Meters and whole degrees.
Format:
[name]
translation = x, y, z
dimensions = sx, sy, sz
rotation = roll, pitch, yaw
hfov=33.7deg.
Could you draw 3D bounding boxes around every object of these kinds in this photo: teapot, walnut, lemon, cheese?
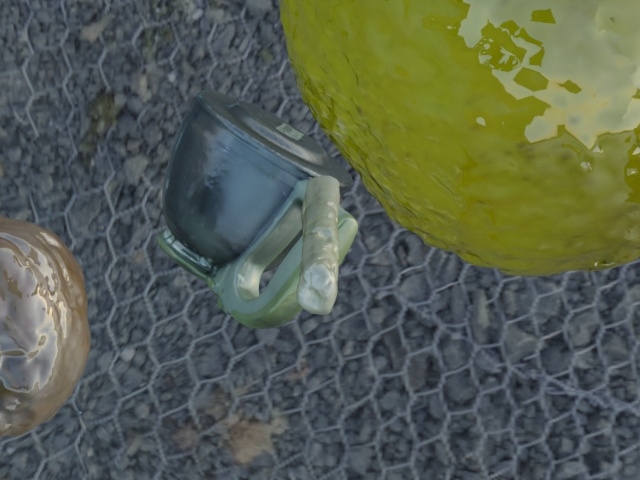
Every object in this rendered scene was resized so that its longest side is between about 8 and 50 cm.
[teapot]
translation = -0.078, -0.030, 1.419
dimensions = 0.321, 0.239, 0.239
rotation = 36, 104, 21
[walnut]
translation = -0.385, 0.089, 1.196
dimensions = 0.227, 0.273, 0.273
rotation = -16, 84, -35
[lemon]
translation = 0.105, -0.130, 0.485
dimensions = 0.268, 0.322, 0.268
rotation = -4, 45, 5
[cheese]
translation = 0.000, 0.000, 1.109
dimensions = 0.043, 0.065, 0.194
rotation = 10, 34, -5
